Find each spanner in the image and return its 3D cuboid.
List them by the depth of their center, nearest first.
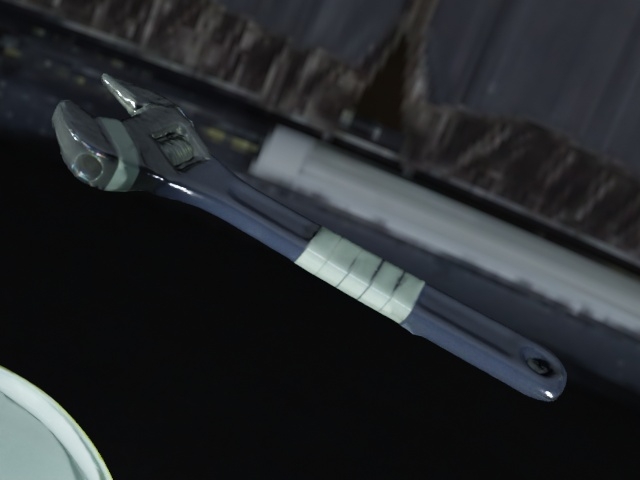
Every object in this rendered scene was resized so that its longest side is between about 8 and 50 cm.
[{"bbox_3d":[0.000,0.000,0.954,0.316,0.024,0.087,29,-147,-8],"label":"spanner"}]

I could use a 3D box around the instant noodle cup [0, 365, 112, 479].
[{"bbox_3d":[-0.241,0.185,0.942,0.311,0.311,0.221,14,160,-20],"label":"instant noodle cup"}]
